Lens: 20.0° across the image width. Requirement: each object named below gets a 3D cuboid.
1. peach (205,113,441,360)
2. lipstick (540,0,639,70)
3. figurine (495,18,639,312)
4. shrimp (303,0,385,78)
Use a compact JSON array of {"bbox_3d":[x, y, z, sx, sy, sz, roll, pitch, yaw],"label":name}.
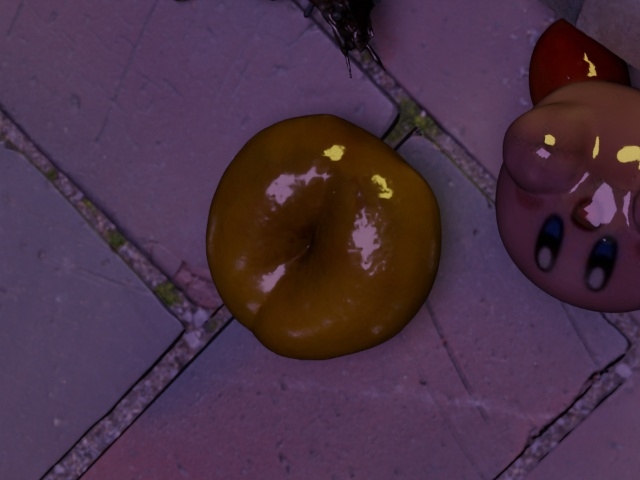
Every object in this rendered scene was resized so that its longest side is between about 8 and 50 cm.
[{"bbox_3d":[0.000,0.000,1.845,0.251,0.153,0.251,-1,86,16],"label":"peach"},{"bbox_3d":[0.360,-0.179,1.702,0.371,0.080,0.076,39,134,27],"label":"lipstick"},{"bbox_3d":[0.283,-0.043,1.743,0.270,0.261,0.211,23,127,12],"label":"figurine"},{"bbox_3d":[-0.033,-0.361,1.798,0.221,0.166,0.410,-23,112,-23],"label":"shrimp"}]
